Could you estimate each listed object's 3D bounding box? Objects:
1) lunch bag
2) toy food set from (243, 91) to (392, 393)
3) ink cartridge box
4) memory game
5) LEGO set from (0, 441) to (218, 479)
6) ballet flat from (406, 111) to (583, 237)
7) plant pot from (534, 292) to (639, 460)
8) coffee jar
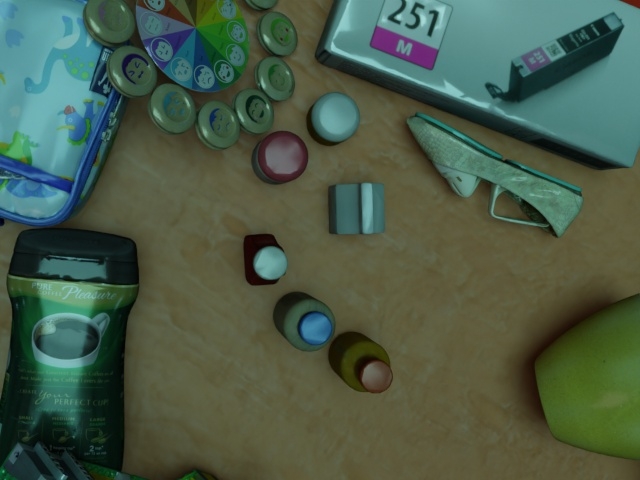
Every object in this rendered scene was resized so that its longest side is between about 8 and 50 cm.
[{"bbox_3d":[-0.253,-0.112,0.609,0.218,0.090,0.176,22,90,-8],"label":"lunch bag"},{"bbox_3d":[0.000,0.000,0.645,0.111,0.104,0.233,-1,92,-10],"label":"toy food set"},{"bbox_3d":[0.163,-0.214,0.693,0.275,0.060,0.239,19,89,-10],"label":"ink cartridge box"},{"bbox_3d":[-0.089,-0.159,0.625,0.186,0.012,0.186,11,73,-39],"label":"memory game"},{"bbox_3d":[-0.146,0.303,0.540,0.331,0.192,0.255,-51,136,-10],"label":"LEGO set"},{"bbox_3d":[0.140,-0.049,0.695,0.168,0.057,0.052,24,97,-9],"label":"ballet flat"},{"bbox_3d":[0.230,0.119,0.686,0.095,0.134,0.134,-16,94,18],"label":"plant pot"},{"bbox_3d":[-0.188,0.083,0.627,0.096,0.079,0.185,6,91,-14],"label":"coffee jar"}]
